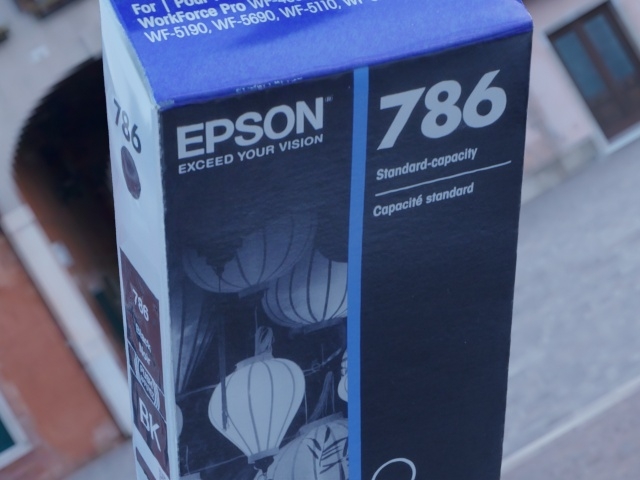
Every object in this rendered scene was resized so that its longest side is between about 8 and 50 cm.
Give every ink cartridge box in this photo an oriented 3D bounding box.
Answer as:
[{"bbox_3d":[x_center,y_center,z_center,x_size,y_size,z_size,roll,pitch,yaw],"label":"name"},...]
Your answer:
[{"bbox_3d":[0.000,0.000,0.718,0.165,0.332,0.065,-15,34,-20],"label":"ink cartridge box"}]
